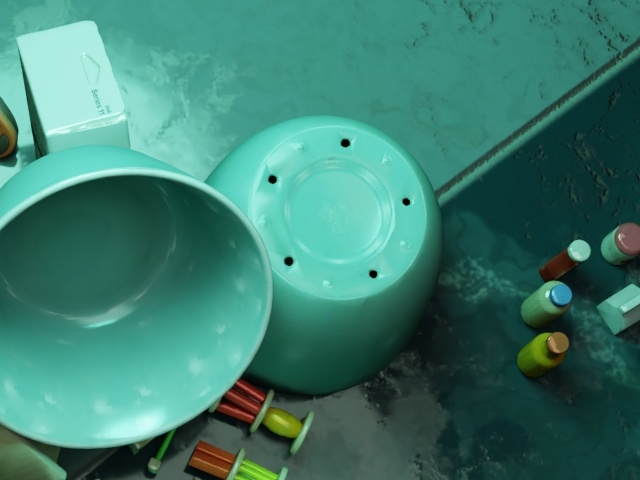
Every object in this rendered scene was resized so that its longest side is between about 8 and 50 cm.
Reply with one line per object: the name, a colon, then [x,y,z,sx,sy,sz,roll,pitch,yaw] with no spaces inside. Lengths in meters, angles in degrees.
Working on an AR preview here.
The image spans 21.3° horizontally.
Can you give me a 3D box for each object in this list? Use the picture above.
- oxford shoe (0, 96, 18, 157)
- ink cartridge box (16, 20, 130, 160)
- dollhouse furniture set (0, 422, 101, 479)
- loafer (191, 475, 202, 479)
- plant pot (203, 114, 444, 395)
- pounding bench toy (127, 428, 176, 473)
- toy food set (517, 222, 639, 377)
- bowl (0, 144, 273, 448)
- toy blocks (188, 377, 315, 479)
oxford shoe: [-0.410,-0.213,1.859,0.271,0.097,0.098,52,42,-8]
ink cartridge box: [-0.250,-0.101,1.774,0.087,0.208,0.153,-14,52,-12]
dollhouse furniture set: [-0.366,0.123,1.779,0.355,0.174,0.303,48,26,-24]
loafer: [-0.102,0.306,1.800,0.039,0.045,0.125,-42,88,-10]
plant pot: [0.000,0.000,1.799,0.293,0.235,0.293,3,75,-10]
pounding bench toy: [-0.176,0.197,1.810,0.065,0.052,0.083,-36,84,-17]
toy food set: [0.312,0.051,1.906,0.232,0.104,0.111,-29,82,-16]
bowl: [-0.216,0.032,1.656,0.312,0.311,0.163,-14,34,-13]
toy blocks: [-0.097,0.204,1.821,0.148,0.054,0.123,27,72,-2]
